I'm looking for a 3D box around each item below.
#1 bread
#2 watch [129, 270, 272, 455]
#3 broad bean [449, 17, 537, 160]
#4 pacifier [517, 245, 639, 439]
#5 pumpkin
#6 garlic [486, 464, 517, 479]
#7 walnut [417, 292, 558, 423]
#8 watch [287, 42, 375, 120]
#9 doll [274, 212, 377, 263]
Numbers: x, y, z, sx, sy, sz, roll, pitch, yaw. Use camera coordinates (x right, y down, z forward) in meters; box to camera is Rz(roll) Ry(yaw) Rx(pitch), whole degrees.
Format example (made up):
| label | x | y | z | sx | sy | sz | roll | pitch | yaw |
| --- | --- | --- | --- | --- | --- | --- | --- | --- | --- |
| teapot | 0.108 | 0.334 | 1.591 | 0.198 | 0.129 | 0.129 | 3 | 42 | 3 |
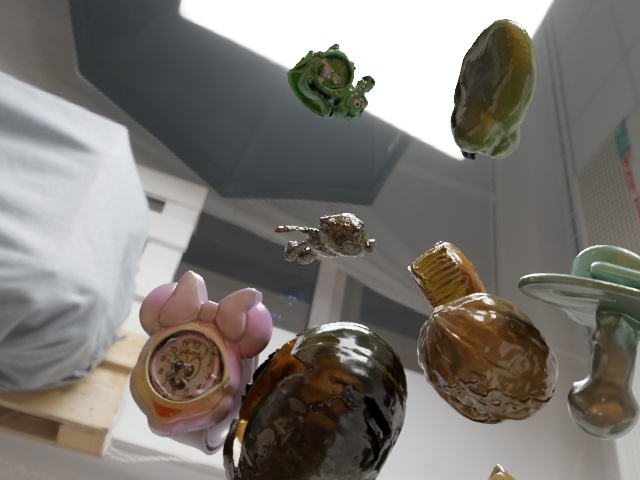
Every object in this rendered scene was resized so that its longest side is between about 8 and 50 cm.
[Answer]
| label | x | y | z | sx | sy | sz | roll | pitch | yaw |
| --- | --- | --- | --- | --- | --- | --- | --- | --- | --- |
| bread | 0.243 | 0.098 | 1.278 | 0.114 | 0.190 | 0.132 | -35 | -166 | 7 |
| watch | -0.188 | 0.201 | 1.130 | 0.217 | 0.211 | 0.248 | 78 | 31 | -64 |
| broad bean | 0.277 | -0.239 | 1.151 | 0.169 | 0.100 | 0.228 | 54 | -52 | 54 |
| pacifier | 0.442 | 0.157 | 1.032 | 0.288 | 0.343 | 0.269 | 1 | -106 | 53 |
| pumpkin | -0.008 | 0.257 | 1.020 | 0.320 | 0.192 | 0.320 | -54 | -173 | 9 |
| garlic | 0.416 | 0.536 | 1.220 | 0.196 | 0.338 | 0.151 | -53 | 173 | -44 |
| walnut | 0.265 | 0.187 | 1.129 | 0.198 | 0.245 | 0.198 | -53 | -165 | 21 |
| watch | 0.011 | -0.306 | 1.459 | 0.131 | 0.165 | 0.152 | -50 | -168 | -18 |
| doll | 0.016 | 0.008 | 1.496 | 0.286 | 0.202 | 0.091 | 93 | 20 | -70 |
